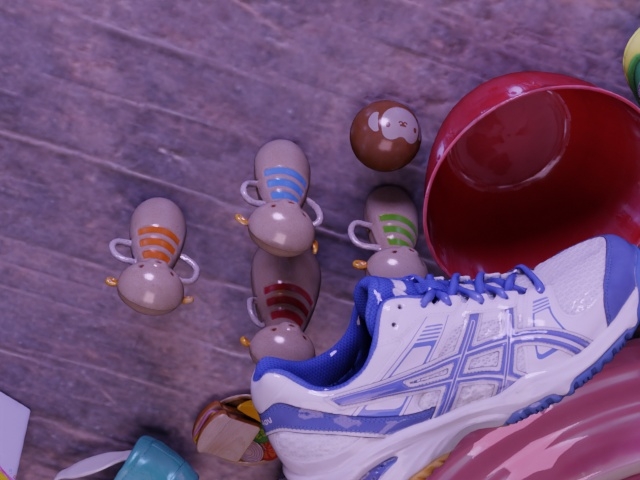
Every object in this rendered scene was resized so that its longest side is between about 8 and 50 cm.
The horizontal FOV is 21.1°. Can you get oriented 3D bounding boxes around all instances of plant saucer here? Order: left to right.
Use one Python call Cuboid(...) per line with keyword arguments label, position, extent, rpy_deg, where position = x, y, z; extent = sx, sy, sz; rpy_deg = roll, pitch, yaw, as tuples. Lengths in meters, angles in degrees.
Cuboid(label="plant saucer", position=(0.215, 0.208, 1.362), extent=(0.332, 0.084, 0.332), rpy_deg=(-15, 142, -13))

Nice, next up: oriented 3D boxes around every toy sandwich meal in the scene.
Cuboid(label="toy sandwich meal", position=(-0.064, 0.163, 1.443), extent=(0.086, 0.029, 0.085), rpy_deg=(0, 123, 0))

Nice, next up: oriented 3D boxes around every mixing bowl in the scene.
Cuboid(label="mixing bowl", position=(0.150, -0.055, 1.253), extent=(0.182, 0.098, 0.181), rpy_deg=(-7, 125, -10))

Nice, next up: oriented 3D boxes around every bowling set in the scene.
Cuboid(label="bowling set", position=(0.000, 0.000, 1.265), extent=(0.287, 0.154, 0.199), rpy_deg=(17, 121, -11))

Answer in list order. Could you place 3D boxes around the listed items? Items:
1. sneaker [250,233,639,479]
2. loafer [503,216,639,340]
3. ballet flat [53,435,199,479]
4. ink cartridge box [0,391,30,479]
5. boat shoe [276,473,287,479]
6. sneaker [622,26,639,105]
Cuboid(label="sneaker", position=(0.091, 0.067, 1.188), extent=(0.296, 0.112, 0.131), rpy_deg=(-34, 106, -7))
Cuboid(label="loafer", position=(0.195, 0.043, 1.359), extent=(0.061, 0.062, 0.170), rpy_deg=(-42, 112, -20))
Cuboid(label="ballet flat", position=(-0.211, 0.243, 1.477), extent=(0.247, 0.083, 0.087), rpy_deg=(-37, 91, 21))
Cuboid(label="ink cartridge box", position=(-0.328, 0.198, 1.379), extent=(0.127, 0.176, 0.128), rpy_deg=(34, 117, -20))
Cuboid(label="boat shoe", position=(-0.005, 0.232, 1.451), extent=(0.092, 0.103, 0.285), rpy_deg=(30, 114, -12))
Cuboid(label="sneaker", position=(0.320, -0.037, 1.259), extent=(0.109, 0.123, 0.295), rpy_deg=(-36, 117, 20))
